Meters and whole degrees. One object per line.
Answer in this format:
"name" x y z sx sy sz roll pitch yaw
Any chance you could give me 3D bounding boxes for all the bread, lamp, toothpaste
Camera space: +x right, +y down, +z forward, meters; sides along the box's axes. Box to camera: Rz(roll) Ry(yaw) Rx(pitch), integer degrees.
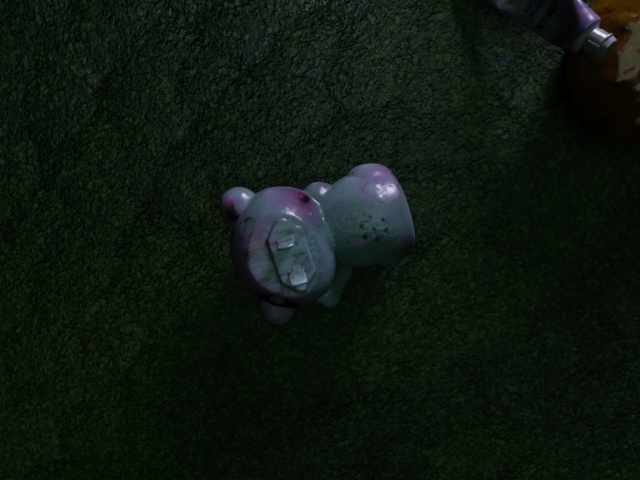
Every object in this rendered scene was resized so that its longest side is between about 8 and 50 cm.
"bread" 0.545 -0.288 0.637 0.311 0.172 0.313 1 99 5
"lamp" 0.000 0.000 0.673 0.300 0.247 0.247 -18 104 -3
"toothpaste" 0.317 -0.376 0.624 0.301 0.048 0.075 52 134 22
